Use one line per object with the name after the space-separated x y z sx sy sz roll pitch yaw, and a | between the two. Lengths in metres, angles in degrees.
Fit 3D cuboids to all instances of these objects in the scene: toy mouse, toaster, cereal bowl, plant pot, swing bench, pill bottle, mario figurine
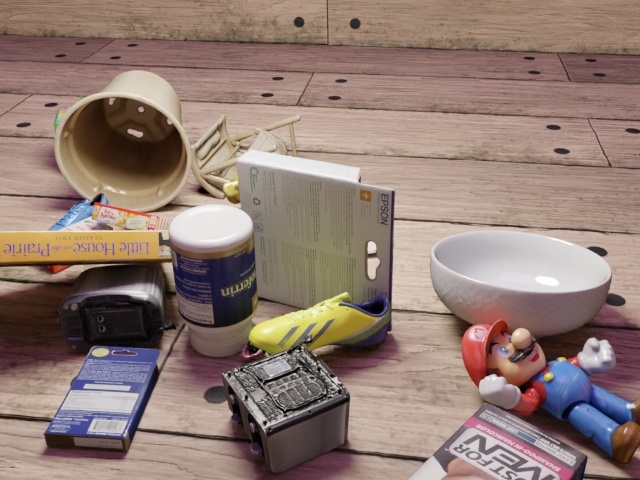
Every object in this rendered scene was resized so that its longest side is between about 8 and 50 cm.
-0.103 0.224 1.348 0.143 0.031 0.161 -22 36 -33 | toy mouse
-0.389 0.125 1.430 0.227 0.129 0.146 -4 28 -4 | toaster
0.381 0.096 1.429 0.339 0.141 0.339 2 20 -1 | cereal bowl
-0.495 -0.291 1.926 0.334 0.333 0.305 -2 34 -3 | plant pot
-0.197 -0.233 2.018 0.255 0.165 0.253 2 30 15 | swing bench
-0.196 0.079 1.370 0.153 0.264 0.153 0 32 0 | pill bottle
-0.050 0.265 1.198 0.186 0.110 0.168 -18 35 -26 | toaster
0.383 0.220 1.203 0.321 0.170 0.198 26 4 26 | mario figurine

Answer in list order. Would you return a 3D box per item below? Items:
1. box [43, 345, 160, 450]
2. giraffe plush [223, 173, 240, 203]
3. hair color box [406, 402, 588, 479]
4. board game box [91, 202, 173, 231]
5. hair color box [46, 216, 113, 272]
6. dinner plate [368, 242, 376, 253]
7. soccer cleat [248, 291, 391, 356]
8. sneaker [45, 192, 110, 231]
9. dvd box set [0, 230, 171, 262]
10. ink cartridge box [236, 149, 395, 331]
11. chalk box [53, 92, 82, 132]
-0.368 0.268 1.271 0.136 0.036 0.225 2 31 4 | box
-0.156 -0.086 1.683 0.210 0.170 0.181 -18 24 26 | giraffe plush
0.205 0.383 0.996 0.174 0.105 0.347 23 38 35 | hair color box
-0.414 -0.041 1.720 0.194 0.045 0.147 12 -2 25 | board game box
-0.577 0.008 1.710 0.093 0.053 0.167 23 39 36 | hair color box
0.100 0.000 1.747 0.141 0.017 0.141 0 30 0 | dinner plate
0.003 0.147 1.339 0.289 0.121 0.093 -1 24 -30 | soccer cleat
-0.605 -0.053 1.789 0.069 0.082 0.209 21 38 29 | sneaker
-0.484 0.019 1.460 0.420 0.062 0.308 -1 -3 -28 | dvd box set
0.000 0.000 1.443 0.330 0.324 0.071 13 34 21 | ink cartridge box
-0.686 -0.311 2.102 0.132 0.213 0.132 -5 30 -8 | chalk box
